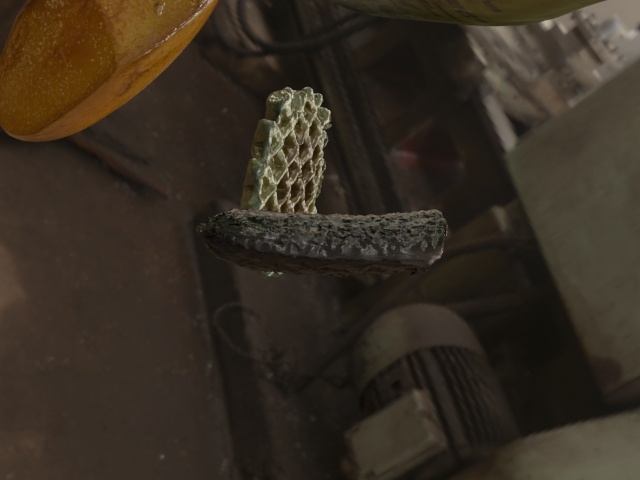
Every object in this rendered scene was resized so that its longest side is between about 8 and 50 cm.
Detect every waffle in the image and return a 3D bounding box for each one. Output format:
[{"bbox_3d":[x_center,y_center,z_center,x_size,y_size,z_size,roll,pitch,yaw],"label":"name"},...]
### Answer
[{"bbox_3d":[-0.057,-0.093,1.674,0.056,0.309,0.292,14,8,19],"label":"waffle"}]

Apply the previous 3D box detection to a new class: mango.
[{"bbox_3d":[-0.247,-0.247,1.220,0.199,0.350,0.201,21,26,-53],"label":"mango"}]

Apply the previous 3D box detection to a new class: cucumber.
[{"bbox_3d":[0.000,0.003,1.000,0.245,0.067,0.067,0,47,-18],"label":"cucumber"}]

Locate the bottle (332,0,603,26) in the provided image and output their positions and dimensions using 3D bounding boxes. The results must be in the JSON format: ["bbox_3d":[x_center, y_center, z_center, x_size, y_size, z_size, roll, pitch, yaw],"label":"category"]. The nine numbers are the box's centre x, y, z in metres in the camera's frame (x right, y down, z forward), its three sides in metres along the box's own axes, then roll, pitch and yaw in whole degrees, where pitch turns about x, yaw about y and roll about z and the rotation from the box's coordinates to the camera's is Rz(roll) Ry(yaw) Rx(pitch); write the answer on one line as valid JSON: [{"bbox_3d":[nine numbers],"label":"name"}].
[{"bbox_3d":[0.077,-0.115,0.364,0.083,0.083,0.269,38,-9,-33],"label":"bottle"}]
